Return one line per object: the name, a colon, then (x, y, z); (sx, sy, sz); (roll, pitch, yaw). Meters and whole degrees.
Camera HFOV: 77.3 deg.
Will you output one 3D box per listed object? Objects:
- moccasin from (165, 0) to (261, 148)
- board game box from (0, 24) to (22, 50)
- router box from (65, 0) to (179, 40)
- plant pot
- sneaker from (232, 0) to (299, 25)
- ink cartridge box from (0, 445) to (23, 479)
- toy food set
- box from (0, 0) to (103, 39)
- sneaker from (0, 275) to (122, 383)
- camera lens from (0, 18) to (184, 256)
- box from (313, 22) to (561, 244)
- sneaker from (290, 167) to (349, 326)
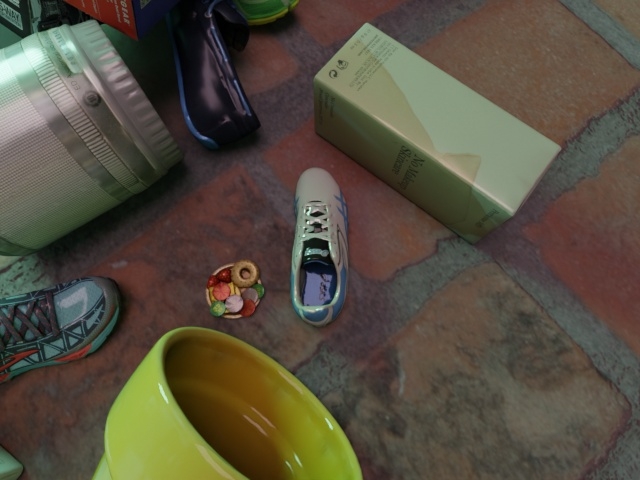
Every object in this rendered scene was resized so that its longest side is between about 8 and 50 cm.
moccasin: (-0.163, -0.316, 0.630); (0.117, 0.138, 0.341); (-11, 92, 4)
board game box: (-0.598, -0.408, 0.642); (0.142, 0.144, 0.275); (-33, 78, -11)
router box: (-0.274, -0.454, 0.508); (0.301, 0.082, 0.335); (27, 63, -5)
plant pot: (-0.125, 0.261, 0.412); (0.254, 0.254, 0.239); (38, 93, 10)
sneaker: (-0.164, -0.478, 0.680); (0.296, 0.123, 0.109); (41, 77, 10)
ink cartridge box: (-0.493, 0.230, 0.368); (0.226, 0.306, 0.131); (35, 76, 10)
toy food set: (-0.122, 0.071, 0.570); (0.084, 0.020, 0.082); (-13, 74, -5)
box: (-0.397, -0.428, 0.595); (0.243, 0.076, 0.307); (35, 46, -2)
sneaker: (-0.384, 0.121, 0.497); (0.262, 0.125, 0.104); (-27, 76, -8)
camera lens: (-0.354, -0.127, 0.522); (0.274, 0.219, 0.219); (-33, 77, -10)
box: (0.147, -0.146, 0.576); (0.311, 0.148, 0.121); (38, 77, 11)
sneaker: (0.000, 0.000, 0.561); (0.085, 0.086, 0.236); (-2, 72, 0)
